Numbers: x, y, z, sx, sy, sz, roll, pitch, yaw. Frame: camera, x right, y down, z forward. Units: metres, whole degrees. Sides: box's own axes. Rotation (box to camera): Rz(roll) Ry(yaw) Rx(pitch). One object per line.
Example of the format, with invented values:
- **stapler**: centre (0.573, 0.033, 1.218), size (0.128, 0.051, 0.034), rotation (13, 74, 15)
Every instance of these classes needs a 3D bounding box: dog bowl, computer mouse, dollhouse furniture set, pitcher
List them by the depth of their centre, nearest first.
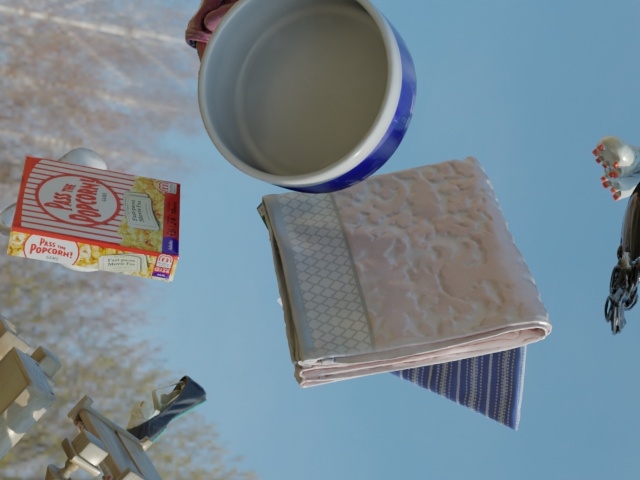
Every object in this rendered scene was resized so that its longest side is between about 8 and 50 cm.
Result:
- **dog bowl**: centre (-0.016, -0.194, 1.535), size (0.265, 0.104, 0.265), rotation (-3, -98, 21)
- **dollhouse furniture set**: centre (-0.343, 0.313, 1.673), size (0.174, 0.355, 0.303), rotation (-47, -144, -1)
- **pitcher**: centre (-0.356, -0.029, 1.674), size (0.125, 0.177, 0.207), rotation (62, -6, -34)
- **computer mouse**: centre (0.461, -0.014, 1.745), size (0.272, 0.072, 0.188), rotation (-58, 161, -24)

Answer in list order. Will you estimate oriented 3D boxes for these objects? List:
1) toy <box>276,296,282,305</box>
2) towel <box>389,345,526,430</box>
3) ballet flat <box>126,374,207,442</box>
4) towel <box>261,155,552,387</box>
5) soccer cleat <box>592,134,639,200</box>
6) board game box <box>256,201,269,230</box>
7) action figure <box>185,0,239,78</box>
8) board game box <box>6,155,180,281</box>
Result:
- **toy**: centre (0.011, 0.076, 1.843), size (0.137, 0.056, 0.237), rotation (-42, 173, -3)
- **towel**: centre (0.244, 0.196, 2.298), size (0.336, 0.040, 0.243), rotation (21, -62, 43)
- **ballet flat**: centre (-0.275, 0.288, 2.038), size (0.074, 0.203, 0.074), rotation (20, -54, 30)
- **towel**: centre (0.097, 0.027, 1.557), size (0.332, 0.317, 0.053), rotation (-104, -174, -46)
- **soccer cleat**: centre (0.450, -0.119, 1.792), size (0.076, 0.196, 0.068), rotation (-36, -113, 3)
- **board game box**: centre (0.000, 0.000, 2.355), size (0.030, 0.259, 0.136), rotation (-46, -128, 27)
- **action figure**: centre (-0.155, -0.433, 2.087), size (0.370, 0.275, 0.248), rotation (-69, -167, -16)
- **board game box**: centre (-0.266, -0.027, 1.450), size (0.147, 0.193, 0.045), rotation (-98, -158, -51)
